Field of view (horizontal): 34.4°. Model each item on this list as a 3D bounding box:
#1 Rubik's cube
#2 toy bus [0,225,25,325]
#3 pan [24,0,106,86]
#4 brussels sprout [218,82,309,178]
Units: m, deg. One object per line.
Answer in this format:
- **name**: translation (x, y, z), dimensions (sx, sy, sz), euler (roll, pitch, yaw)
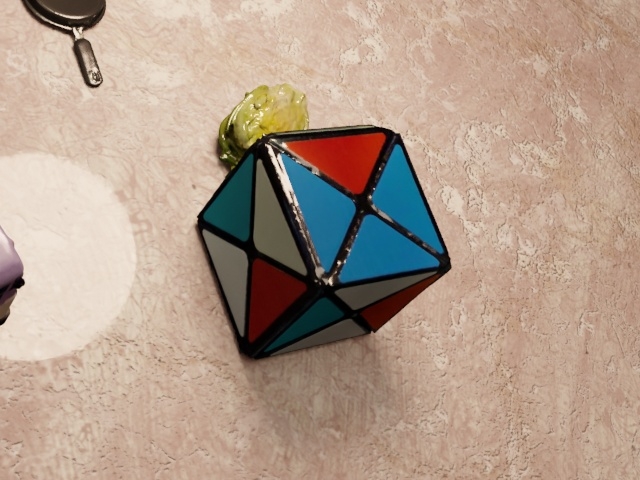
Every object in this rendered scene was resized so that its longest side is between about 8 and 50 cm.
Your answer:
- **Rubik's cube**: translation (0.000, 0.000, 1.493), dimensions (0.246, 0.250, 0.248), euler (-8, 66, -35)
- **toy bus**: translation (-0.545, 0.076, 1.111), dimensions (0.440, 0.249, 0.209), euler (-33, 84, -39)
- **pan**: translation (-0.379, -0.343, 1.597), dimensions (0.136, 0.028, 0.235), euler (-12, 71, -35)
- **brussels sprout**: translation (-0.087, -0.169, 1.637), dimensions (0.139, 0.100, 0.181), euler (42, 48, -17)
